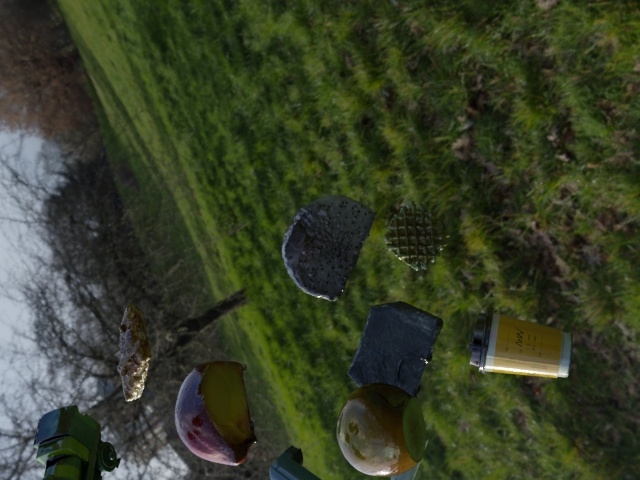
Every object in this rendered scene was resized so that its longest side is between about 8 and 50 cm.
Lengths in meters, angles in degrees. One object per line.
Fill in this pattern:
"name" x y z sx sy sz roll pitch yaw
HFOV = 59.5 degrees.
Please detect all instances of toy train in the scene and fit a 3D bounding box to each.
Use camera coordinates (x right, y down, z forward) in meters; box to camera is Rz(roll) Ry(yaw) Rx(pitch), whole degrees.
"toy train" -0.353 0.349 0.785 0.200 0.083 0.132 -108 -6 -48

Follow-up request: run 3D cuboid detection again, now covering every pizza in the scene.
"pizza" -0.645 0.385 1.926 0.226 0.086 0.336 -12 76 58

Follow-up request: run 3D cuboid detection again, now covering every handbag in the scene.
"handbag" 0.165 0.257 1.234 0.175 0.088 0.271 33 112 45

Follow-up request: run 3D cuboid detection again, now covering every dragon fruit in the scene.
"dragon fruit" 0.000 0.000 1.551 0.203 0.283 0.221 26 -179 -9

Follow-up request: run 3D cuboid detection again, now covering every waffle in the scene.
"waffle" 0.273 -0.013 1.581 0.183 0.169 0.036 39 172 -16

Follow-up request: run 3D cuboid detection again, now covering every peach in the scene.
"peach" -0.256 0.413 1.297 0.158 0.154 0.267 23 -149 -37

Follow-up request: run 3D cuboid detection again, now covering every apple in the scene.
"apple" 0.110 0.333 0.996 0.146 0.163 0.147 -62 -22 -69

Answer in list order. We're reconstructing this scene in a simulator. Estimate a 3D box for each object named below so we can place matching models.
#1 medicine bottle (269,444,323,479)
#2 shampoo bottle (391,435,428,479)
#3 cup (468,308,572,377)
"medicine bottle" -0.048 0.722 1.683 0.258 0.124 0.079 17 111 46
"shampoo bottle" 0.210 0.569 1.385 0.056 0.195 0.056 20 179 0
"cup" 0.589 0.314 1.660 0.279 0.196 0.196 6 145 18
